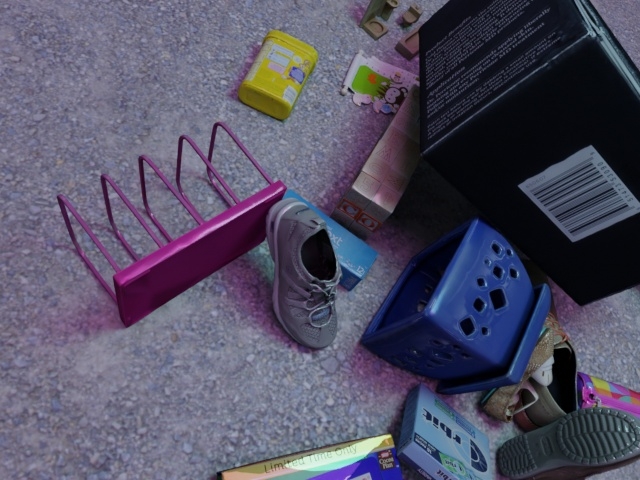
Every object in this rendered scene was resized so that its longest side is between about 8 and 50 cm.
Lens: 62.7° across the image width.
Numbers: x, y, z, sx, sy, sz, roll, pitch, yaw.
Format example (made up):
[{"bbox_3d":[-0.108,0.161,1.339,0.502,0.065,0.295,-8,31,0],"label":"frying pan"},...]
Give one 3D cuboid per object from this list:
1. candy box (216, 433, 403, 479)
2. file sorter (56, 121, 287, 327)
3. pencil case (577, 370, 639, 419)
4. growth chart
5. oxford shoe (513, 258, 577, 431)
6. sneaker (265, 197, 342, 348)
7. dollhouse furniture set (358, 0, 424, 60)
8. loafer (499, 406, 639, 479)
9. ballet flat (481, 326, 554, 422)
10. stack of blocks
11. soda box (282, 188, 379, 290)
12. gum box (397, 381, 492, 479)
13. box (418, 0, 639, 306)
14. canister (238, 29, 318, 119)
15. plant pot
[{"bbox_3d":[0.007,0.464,0.748,0.269,0.122,0.316,-6,66,-20],"label":"candy box"},{"bbox_3d":[-0.240,-0.036,0.859,0.291,0.202,0.182,-34,78,-28],"label":"file sorter"},{"bbox_3d":[0.570,0.323,1.012,0.237,0.104,0.104,17,62,-11],"label":"pencil case"},{"bbox_3d":[0.170,-0.365,1.251,0.238,0.021,0.171,16,63,-10],"label":"growth chart"},{"bbox_3d":[0.438,0.185,1.014,0.123,0.130,0.347,9,63,-14],"label":"oxford shoe"},{"bbox_3d":[-0.017,0.074,0.861,0.105,0.115,0.281,-29,122,-27],"label":"sneaker"},{"bbox_3d":[0.212,-0.553,1.293,0.151,0.123,0.144,44,61,5],"label":"dollhouse furniture set"},{"bbox_3d":[0.428,0.351,0.886,0.087,0.251,0.094,32,45,-28],"label":"loafer"},{"bbox_3d":[0.366,0.245,0.930,0.073,0.206,0.067,-12,46,-48],"label":"ballet flat"},{"bbox_3d":[0.132,-0.146,1.048,0.087,0.171,0.297,32,61,-1],"label":"stack of blocks"},{"bbox_3d":[0.000,0.000,0.996,0.210,0.067,0.071,36,60,1],"label":"soda box"},{"bbox_3d":[0.206,0.335,0.858,0.157,0.041,0.184,40,20,3],"label":"gum box"},{"bbox_3d":[0.439,-0.224,0.967,0.480,0.297,0.471,37,40,-24],"label":"box"},{"bbox_3d":[-0.091,-0.355,1.131,0.126,0.073,0.169,24,62,-6],"label":"canister"},{"bbox_3d":[0.247,0.134,0.925,0.212,0.236,0.236,39,59,-4],"label":"plant pot"}]
